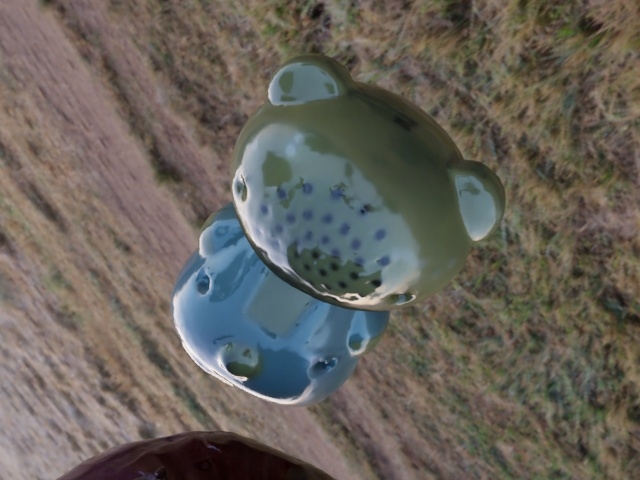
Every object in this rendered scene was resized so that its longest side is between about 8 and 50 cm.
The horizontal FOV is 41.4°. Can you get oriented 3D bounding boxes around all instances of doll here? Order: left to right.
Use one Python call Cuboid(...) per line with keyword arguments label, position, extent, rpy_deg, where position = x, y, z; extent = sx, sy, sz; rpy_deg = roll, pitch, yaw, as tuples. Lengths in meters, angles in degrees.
Cuboid(label="doll", position=(0.000, 0.000, 0.617), extent=(0.177, 0.161, 0.260), rpy_deg=(37, 131, 1))

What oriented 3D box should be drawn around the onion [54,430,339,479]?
Cuboid(label="onion", position=(-0.074, 0.307, 0.563), extent=(0.348, 0.348, 0.285), rpy_deg=(36, 121, 24))
